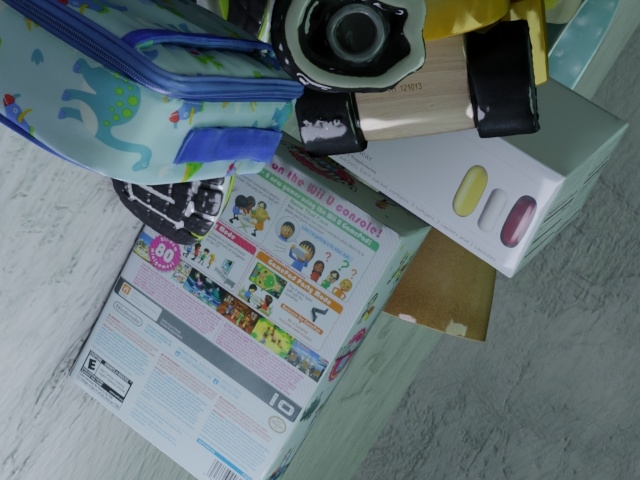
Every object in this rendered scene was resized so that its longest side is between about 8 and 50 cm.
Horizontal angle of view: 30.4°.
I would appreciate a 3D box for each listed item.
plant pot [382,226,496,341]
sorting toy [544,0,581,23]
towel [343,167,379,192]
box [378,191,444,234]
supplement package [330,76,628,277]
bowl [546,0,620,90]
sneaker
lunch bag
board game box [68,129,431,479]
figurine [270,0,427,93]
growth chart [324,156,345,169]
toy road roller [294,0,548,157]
[{"bbox_3d":[0.183,0.001,1.826,0.237,0.237,0.254,13,97,-74],"label":"plant pot"},{"bbox_3d":[0.214,-0.318,1.313,0.193,0.208,0.038,102,-12,-54],"label":"sorting toy"},{"bbox_3d":[0.000,0.000,1.499,0.187,0.049,0.282,-47,169,-27],"label":"towel"},{"bbox_3d":[0.157,-0.076,1.659,0.093,0.158,0.156,-58,165,7],"label":"box"},{"bbox_3d":[0.179,-0.117,1.350,0.204,0.262,0.145,-34,153,-50],"label":"supplement package"},{"bbox_3d":[0.258,-0.264,1.576,0.311,0.163,0.311,-51,164,-21],"label":"bowl"},{"bbox_3d":[-0.079,-0.122,0.937,0.121,0.111,0.300,-44,163,-52],"label":"sneaker"},{"bbox_3d":[-0.115,-0.105,0.717,0.090,0.176,0.219,-61,164,16],"label":"lunch bag"},{"bbox_3d":[-0.071,0.059,1.100,0.303,0.224,0.097,-60,164,17],"label":"board game box"},{"bbox_3d":[0.009,-0.215,0.769,0.209,0.092,0.214,-118,-150,-74],"label":"figurine"},{"bbox_3d":[0.040,-0.136,1.437,0.237,0.021,0.172,-48,163,-23],"label":"growth chart"},{"bbox_3d":[0.086,-0.228,1.022,0.329,0.203,0.240,-67,150,-64],"label":"toy road roller"}]
